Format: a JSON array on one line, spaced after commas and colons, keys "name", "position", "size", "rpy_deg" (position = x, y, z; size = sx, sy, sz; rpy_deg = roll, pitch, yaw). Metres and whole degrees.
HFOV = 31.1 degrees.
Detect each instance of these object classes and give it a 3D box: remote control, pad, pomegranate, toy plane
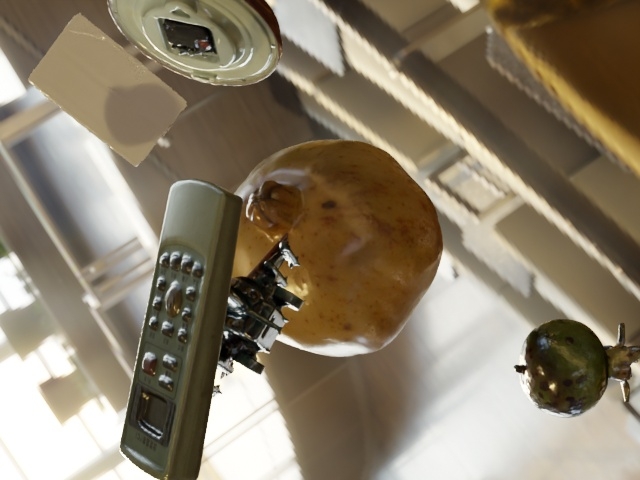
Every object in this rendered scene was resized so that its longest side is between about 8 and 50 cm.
[{"name": "remote control", "position": [-0.137, 0.083, 1.108], "size": [0.123, 0.038, 0.285], "rpy_deg": [15, 95, 55]}, {"name": "pad", "position": [-0.346, -0.241, 1.874], "size": [0.232, 0.156, 0.004], "rpy_deg": [40, -158, -10]}, {"name": "pomegranate", "position": [0.363, 0.179, 1.649], "size": [0.148, 0.169, 0.148], "rpy_deg": [11, 102, 59]}, {"name": "toy plane", "position": [-0.083, 0.081, 1.265], "size": [0.104, 0.223, 0.326], "rpy_deg": [30, 171, -1]}, {"name": "pomegranate", "position": [0.000, 0.000, 1.898], "size": [0.410, 0.410, 0.410], "rpy_deg": [48, 160, 23]}]

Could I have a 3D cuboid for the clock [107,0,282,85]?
[{"name": "clock", "position": [-0.218, -0.369, 1.984], "size": [0.318, 0.080, 0.318], "rpy_deg": [17, 156, 8]}]
